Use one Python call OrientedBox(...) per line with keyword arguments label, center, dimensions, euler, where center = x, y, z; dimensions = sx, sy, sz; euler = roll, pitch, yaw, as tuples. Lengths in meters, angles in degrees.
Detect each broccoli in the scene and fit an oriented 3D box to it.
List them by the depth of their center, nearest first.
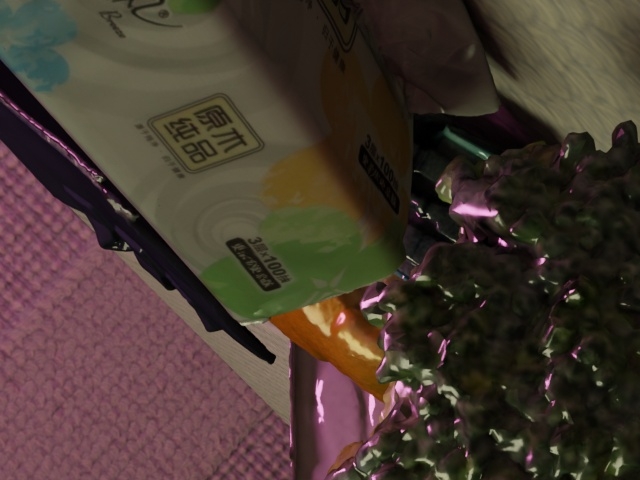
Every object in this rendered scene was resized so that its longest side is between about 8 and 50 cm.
OrientedBox(label="broccoli", center=(0.120, 0.091, 0.739), dimensions=(0.243, 0.247, 0.263), euler=(156, 105, -86))

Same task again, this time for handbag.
OrientedBox(label="handbag", center=(-0.155, -0.063, 1.580), dimensions=(0.303, 0.122, 0.329), euler=(36, 168, 32))

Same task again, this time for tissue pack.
OrientedBox(label="tissue pack", center=(-0.026, -0.101, 0.800), dimensions=(0.229, 0.145, 0.159), euler=(51, -149, -43))

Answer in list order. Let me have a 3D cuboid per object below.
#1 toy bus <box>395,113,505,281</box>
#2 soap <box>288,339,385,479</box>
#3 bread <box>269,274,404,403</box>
OrientedBox(label="toy bus", center=(0.016, -0.046, 0.979), dimensions=(0.109, 0.091, 0.261), euler=(21, -168, -45))
OrientedBox(label="soap", center=(0.119, 0.102, 1.408), dimensions=(0.302, 0.258, 0.159), euler=(-4, 158, 9))
OrientedBox(label="bread", center=(0.000, 0.000, 1.198), dimensions=(0.245, 0.121, 0.174), euler=(39, 169, 16))
